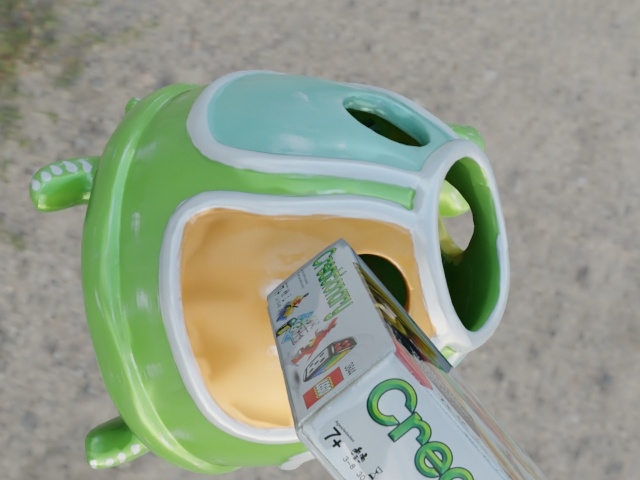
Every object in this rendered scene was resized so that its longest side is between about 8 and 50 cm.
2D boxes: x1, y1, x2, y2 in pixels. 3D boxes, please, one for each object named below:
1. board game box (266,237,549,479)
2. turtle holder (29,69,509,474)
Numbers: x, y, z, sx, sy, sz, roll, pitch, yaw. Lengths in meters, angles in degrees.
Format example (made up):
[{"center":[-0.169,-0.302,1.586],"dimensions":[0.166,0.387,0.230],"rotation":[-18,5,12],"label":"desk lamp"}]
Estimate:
[{"center":[0.095,0.145,0.761],"dimensions":[0.053,0.193,0.305],"rotation":[-39,103,4],"label":"board game box"},{"center":[-0.001,0.018,1.084],"dimensions":[0.320,0.227,0.243],"rotation":[19,65,-64],"label":"turtle holder"}]
